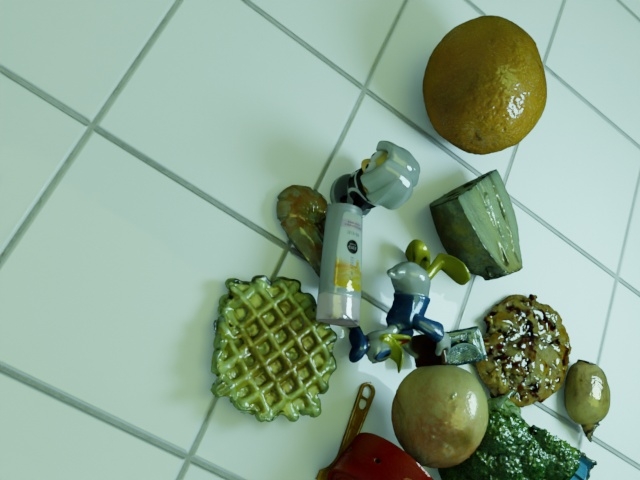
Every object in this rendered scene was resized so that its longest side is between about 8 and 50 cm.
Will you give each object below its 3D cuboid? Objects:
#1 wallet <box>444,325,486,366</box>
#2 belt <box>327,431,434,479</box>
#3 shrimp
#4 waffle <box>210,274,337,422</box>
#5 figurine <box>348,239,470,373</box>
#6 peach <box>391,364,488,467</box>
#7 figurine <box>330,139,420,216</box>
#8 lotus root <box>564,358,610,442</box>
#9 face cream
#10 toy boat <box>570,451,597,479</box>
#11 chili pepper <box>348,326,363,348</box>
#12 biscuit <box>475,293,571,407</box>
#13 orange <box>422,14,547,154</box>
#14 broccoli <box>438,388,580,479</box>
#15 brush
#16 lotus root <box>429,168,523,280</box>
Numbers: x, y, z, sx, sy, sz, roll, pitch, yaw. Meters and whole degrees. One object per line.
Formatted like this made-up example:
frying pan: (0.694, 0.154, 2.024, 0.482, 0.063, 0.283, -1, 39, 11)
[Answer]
wallet: (0.348, 0.268, 1.620, 0.129, 0.026, 0.088, -10, 82, -7)
belt: (0.154, 0.556, 1.349, 0.115, 0.227, 0.324, -44, 109, -33)
shrimp: (0.001, 0.000, 1.507, 0.154, 0.062, 0.294, -25, 89, -36)
waffle: (-0.098, 0.231, 1.391, 0.297, 0.073, 0.317, 16, 68, -23)
figurine: (0.188, 0.196, 1.508, 0.338, 0.204, 0.284, -32, 109, -29)
peach: (0.243, 0.379, 1.373, 0.232, 0.232, 0.233, 7, 74, -26)
figurine: (0.134, -0.142, 1.509, 0.133, 0.236, 0.176, 33, 66, -16)
lotus root: (0.726, 0.433, 1.754, 0.125, 0.118, 0.221, 6, 74, -10)
face cream: (0.047, 0.055, 1.436, 0.107, 0.073, 0.269, 16, 69, -29)
toy boat: (0.676, 0.650, 1.693, 0.075, 0.077, 0.186, 39, 63, -15)
chili pepper: (0.078, 0.213, 1.509, 0.055, 0.035, 0.118, -24, 94, -47)
biscuit: (0.550, 0.289, 1.716, 0.334, 0.081, 0.290, -19, 88, -31)
orange: (0.428, -0.409, 1.684, 0.322, 0.322, 0.357, 18, 64, -23)
broccoli: (0.428, 0.491, 1.514, 0.321, 0.303, 0.283, 40, 32, -16)
brush: (0.059, 0.462, 1.450, 0.090, 0.017, 0.314, 33, 64, -20)
lotus root: (0.414, -0.018, 1.686, 0.267, 0.149, 0.260, -32, 98, -48)
